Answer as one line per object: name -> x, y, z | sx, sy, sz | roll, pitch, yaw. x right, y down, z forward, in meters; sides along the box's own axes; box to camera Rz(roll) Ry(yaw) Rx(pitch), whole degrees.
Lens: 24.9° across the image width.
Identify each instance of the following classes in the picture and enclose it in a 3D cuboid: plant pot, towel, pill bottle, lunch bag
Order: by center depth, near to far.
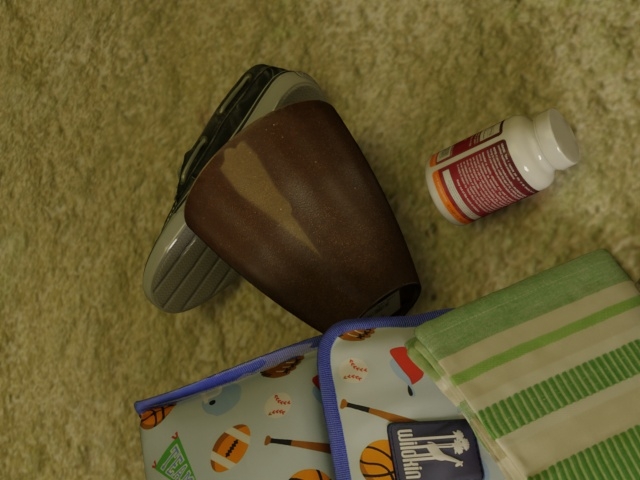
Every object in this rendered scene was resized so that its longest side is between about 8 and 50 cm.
towel -> 0.260, 0.161, 1.359 | 0.248, 0.038, 0.325 | -21, 51, -19
lunch bag -> 0.029, 0.269, 1.457 | 0.385, 0.239, 0.328 | -19, 59, 13
pill bottle -> 0.195, -0.081, 1.546 | 0.152, 0.086, 0.086 | -25, 61, 29
plant pot -> 0.000, 0.000, 1.608 | 0.215, 0.215, 0.230 | -46, 67, 16

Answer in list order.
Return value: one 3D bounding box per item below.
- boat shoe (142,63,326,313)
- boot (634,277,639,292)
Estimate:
boat shoe -> -0.118, -0.065, 1.775 | 0.119, 0.121, 0.335 | 29, 82, 48
boot -> 0.415, 0.014, 1.353 | 0.208, 0.076, 0.189 | -49, 37, 5
